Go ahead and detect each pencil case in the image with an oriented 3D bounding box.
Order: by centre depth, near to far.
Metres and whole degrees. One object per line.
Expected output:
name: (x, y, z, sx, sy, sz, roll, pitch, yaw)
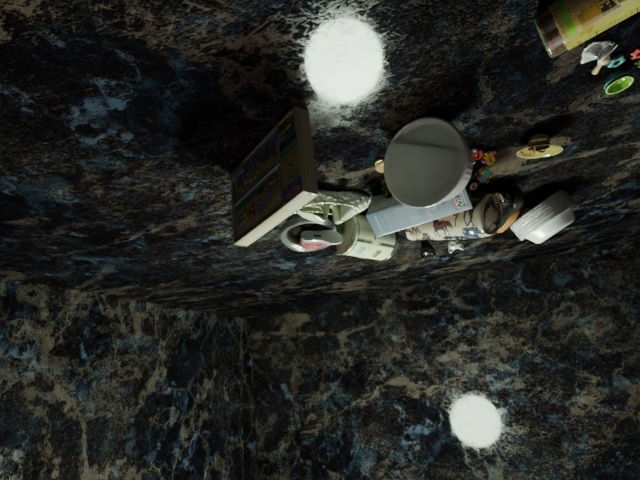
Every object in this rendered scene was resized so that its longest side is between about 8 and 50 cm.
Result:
pencil case: (0.530, -0.095, 1.641, 0.160, 0.183, 0.410, 24, 164, -34)

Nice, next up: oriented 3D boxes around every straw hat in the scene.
straw hat: (0.753, -0.334, 1.395, 0.145, 0.061, 0.144, 4, 173, 0)

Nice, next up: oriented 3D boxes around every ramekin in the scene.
ramekin: (0.342, -0.234, 1.254, 0.273, 0.272, 0.127, -25, 166, 39)

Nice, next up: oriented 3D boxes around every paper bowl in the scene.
paper bowl: (1.053, -0.094, 1.888, 0.284, 0.148, 0.284, -31, 162, -11)

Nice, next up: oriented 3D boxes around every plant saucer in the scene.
plant saucer: (0.919, -0.106, 1.949, 0.200, 0.037, 0.200, -41, 164, -15)

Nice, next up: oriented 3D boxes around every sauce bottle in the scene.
sauce bottle: (0.620, -0.511, 0.804, 0.344, 0.111, 0.111, -26, 153, 38)

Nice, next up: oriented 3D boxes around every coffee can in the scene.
coffee can: (0.195, -0.017, 1.861, 0.275, 0.201, 0.201, 10, 154, -38)

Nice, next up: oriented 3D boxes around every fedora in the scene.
fedora: (-0.059, -0.067, 1.747, 0.244, 0.124, 0.275, -13, 152, 11)

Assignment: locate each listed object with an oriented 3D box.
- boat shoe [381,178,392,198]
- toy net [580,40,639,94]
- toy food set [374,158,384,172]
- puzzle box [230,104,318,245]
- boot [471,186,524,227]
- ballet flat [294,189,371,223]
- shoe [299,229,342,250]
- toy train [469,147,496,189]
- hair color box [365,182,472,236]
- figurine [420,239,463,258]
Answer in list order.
boat shoe: (0.321, -0.225, 1.528, 0.073, 0.073, 0.207, 14, 150, -38)
toy net: (0.779, -0.468, 1.062, 0.232, 0.045, 0.122, 8, 155, -36)
toy food set: (0.234, -0.268, 1.452, 0.083, 0.020, 0.082, -8, 160, 1)
puzzle box: (-0.157, -0.173, 1.213, 0.052, 0.272, 0.409, 8, 154, -36)
boot: (0.709, -0.134, 1.823, 0.260, 0.131, 0.348, -8, 155, -6)
ballet flat: (0.027, -0.129, 1.602, 0.409, 0.147, 0.147, 5, 157, -31)
shoe: (0.000, 0.000, 1.693, 0.178, 0.063, 0.081, 3, 152, -9)
toy train: (0.573, -0.273, 1.471, 0.125, 0.046, 0.166, -22, 127, -11)
hair color box: (0.380, -0.149, 1.564, 0.374, 0.185, 0.113, -18, 112, 27)
figurine: (0.568, -0.027, 1.948, 0.215, 0.209, 0.092, -12, 159, 13)
